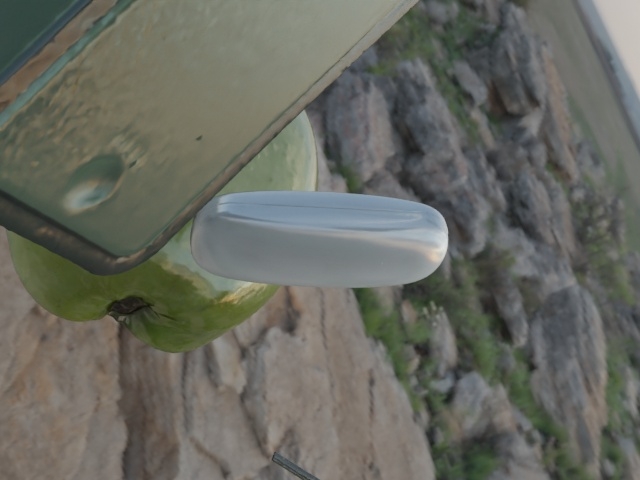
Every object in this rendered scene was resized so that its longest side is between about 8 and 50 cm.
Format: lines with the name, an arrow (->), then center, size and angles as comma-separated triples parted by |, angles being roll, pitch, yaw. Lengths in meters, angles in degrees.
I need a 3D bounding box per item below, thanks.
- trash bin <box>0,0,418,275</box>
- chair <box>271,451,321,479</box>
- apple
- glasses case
trash bin -> -0.141, -0.184, 0.456 | 0.343, 0.223, 0.158 | 46, 0, 24
chair -> 0.025, 0.321, 1.022 | 0.221, 0.095, 0.104 | 23, 36, -2
apple -> -0.167, -0.060, 1.117 | 0.312, 0.320, 0.360 | 89, 10, -63
glasses case -> 0.000, 0.000, 0.746 | 0.076, 0.197, 0.049 | 102, -13, -48
